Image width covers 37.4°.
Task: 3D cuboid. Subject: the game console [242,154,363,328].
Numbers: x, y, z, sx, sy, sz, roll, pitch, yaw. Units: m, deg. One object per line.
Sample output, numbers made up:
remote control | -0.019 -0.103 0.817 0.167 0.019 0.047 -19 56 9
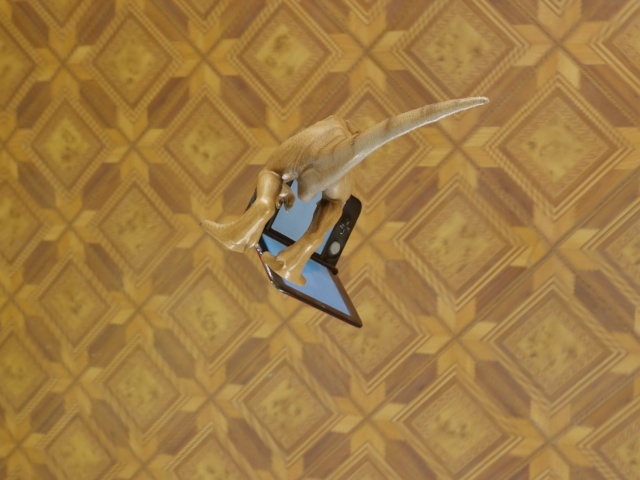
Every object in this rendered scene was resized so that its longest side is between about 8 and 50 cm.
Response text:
game console | 0.000 0.000 0.915 0.085 0.144 0.124 22 85 42

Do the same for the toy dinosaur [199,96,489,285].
toy dinosaur | -0.002 -0.035 0.456 0.064 0.211 0.112 33 93 -9
